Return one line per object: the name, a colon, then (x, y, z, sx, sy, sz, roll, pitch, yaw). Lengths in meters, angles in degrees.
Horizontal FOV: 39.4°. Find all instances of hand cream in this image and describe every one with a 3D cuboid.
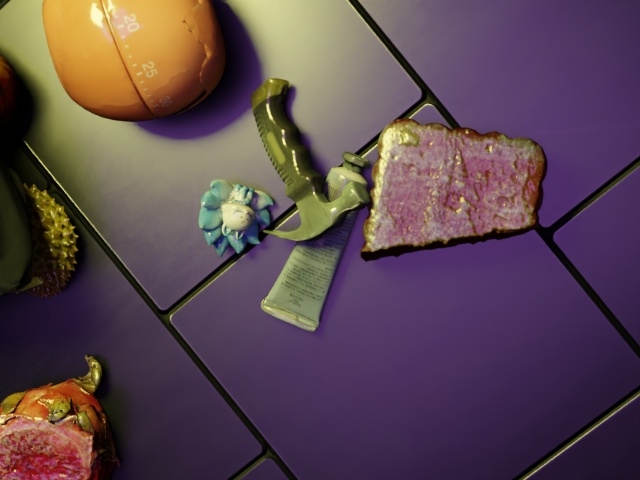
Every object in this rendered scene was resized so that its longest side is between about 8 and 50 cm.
hand cream: (0.000, 0.000, 1.246, 0.088, 0.055, 0.256, 23, 99, 2)

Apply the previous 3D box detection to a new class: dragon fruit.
dragon fruit: (-0.402, 0.303, 1.272, 0.211, 0.147, 0.282, 27, 99, 4)

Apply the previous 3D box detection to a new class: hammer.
hammer: (-0.037, -0.108, 1.218, 0.158, 0.041, 0.227, -32, 75, 31)

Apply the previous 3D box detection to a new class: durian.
durian: (-0.440, -0.015, 1.274, 0.208, 0.102, 0.146, 40, 104, 6)

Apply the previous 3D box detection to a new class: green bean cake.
green bean cake: (0.178, -0.056, 1.198, 0.232, 0.097, 0.199, 6, 94, 6)

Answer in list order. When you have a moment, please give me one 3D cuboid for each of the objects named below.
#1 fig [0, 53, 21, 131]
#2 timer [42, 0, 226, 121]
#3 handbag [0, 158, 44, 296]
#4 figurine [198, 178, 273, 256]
fig: (-0.493, -0.193, 1.246, 0.149, 0.148, 0.202, 13, 129, 33)
timer: (-0.238, -0.270, 1.163, 0.214, 0.229, 0.230, -13, 93, -2)
handbag: (-0.523, -0.033, 1.198, 0.301, 0.178, 0.275, -20, 117, 28)
figurine: (-0.124, -0.027, 1.244, 0.114, 0.079, 0.114, -11, 107, -37)
